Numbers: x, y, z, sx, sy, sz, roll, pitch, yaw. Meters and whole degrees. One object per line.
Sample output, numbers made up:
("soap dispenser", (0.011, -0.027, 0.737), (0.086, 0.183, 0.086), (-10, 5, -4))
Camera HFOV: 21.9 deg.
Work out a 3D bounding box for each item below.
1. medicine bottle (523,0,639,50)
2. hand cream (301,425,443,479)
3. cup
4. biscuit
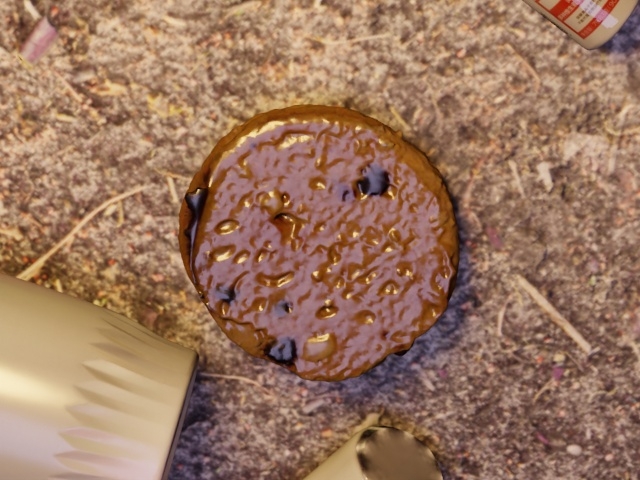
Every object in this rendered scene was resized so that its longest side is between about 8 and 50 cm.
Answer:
("medicine bottle", (0.219, -0.244, 1.520), (0.140, 0.079, 0.079), (36, 118, -9))
("hand cream", (-0.003, 0.346, 1.871), (0.185, 0.118, 0.359), (34, 126, -11))
("cup", (-0.331, 0.164, 1.747), (0.371, 0.253, 0.253), (16, 119, -2))
("biscuit", (0.000, -0.001, 1.678), (0.296, 0.075, 0.296), (-1, 108, -2))
